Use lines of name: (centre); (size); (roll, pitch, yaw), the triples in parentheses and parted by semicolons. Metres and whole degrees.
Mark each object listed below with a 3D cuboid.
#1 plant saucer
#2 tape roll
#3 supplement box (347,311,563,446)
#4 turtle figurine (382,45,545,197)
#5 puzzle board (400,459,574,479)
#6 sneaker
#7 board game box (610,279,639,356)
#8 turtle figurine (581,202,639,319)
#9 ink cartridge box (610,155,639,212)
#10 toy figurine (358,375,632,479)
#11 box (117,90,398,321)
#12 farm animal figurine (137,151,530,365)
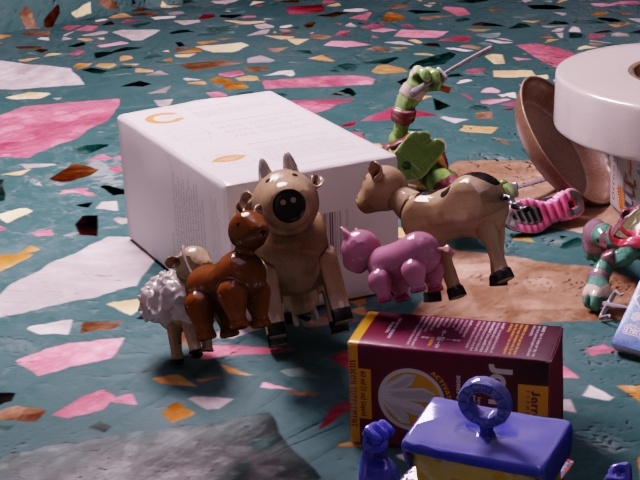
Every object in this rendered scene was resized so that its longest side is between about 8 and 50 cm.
plant saucer: (0.317, -0.126, 2.118); (0.036, 0.198, 0.198); (-34, 3, 30)
tape roll: (0.480, -0.172, 1.955); (0.392, 0.072, 0.392); (-1, 20, 0)
supplement box: (0.125, 0.133, 1.466); (0.188, 0.104, 0.081); (4, 21, 16)
turtle figurine: (0.179, -0.128, 2.054); (0.275, 0.197, 0.266); (-5, 18, 4)
puzzle board: (0.138, 0.202, 1.368); (0.128, 0.011, 0.096); (14, 42, 35)
sneaker: (0.275, -0.034, 2.028); (0.119, 0.047, 0.057); (-11, 0, -26)
board game box: (0.356, 0.081, 1.633); (0.090, 0.020, 0.090); (13, 68, 37)
turtle figurine: (0.372, 0.012, 1.781); (0.175, 0.118, 0.234); (-3, 14, -3)
ink cartridge box: (0.449, -0.082, 2.003); (0.127, 0.128, 0.176); (-4, 19, -7)
toy figurine: (0.131, 0.205, 1.096); (0.363, 0.217, 0.191); (8, 22, 28)
box: (-0.080, -0.050, 1.907); (0.215, 0.168, 0.345); (-11, 22, -24)
farm animal figurine: (0.000, 0.000, 1.593); (0.330, 0.172, 0.327); (-8, -10, -20)
